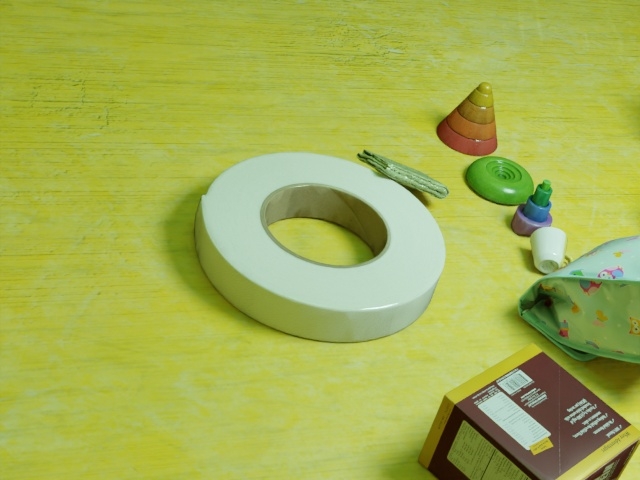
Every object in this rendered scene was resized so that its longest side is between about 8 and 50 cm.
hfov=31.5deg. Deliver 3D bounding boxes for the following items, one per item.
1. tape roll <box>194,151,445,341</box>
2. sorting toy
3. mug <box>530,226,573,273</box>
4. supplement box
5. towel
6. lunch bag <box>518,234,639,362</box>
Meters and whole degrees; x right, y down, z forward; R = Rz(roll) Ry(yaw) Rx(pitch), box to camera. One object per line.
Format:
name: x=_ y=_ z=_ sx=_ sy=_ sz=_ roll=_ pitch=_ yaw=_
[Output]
tape roll: x=0.000 y=0.000 z=1.770 sx=0.392 sy=0.072 sz=0.392 roll=10 pitch=38 yaw=-8
sorting toy: x=0.330 y=-0.163 z=2.046 sx=0.127 sy=0.126 sz=0.365 roll=-2 pitch=40 yaw=-21
mug: x=0.387 y=0.022 z=1.889 sx=0.078 sy=0.062 sz=0.064 roll=9 pitch=45 yaw=2
supplement box: x=0.273 y=0.269 z=1.480 sx=0.191 sy=0.129 sz=0.194 roll=-22 pitch=51 yaw=-39
towel: x=0.141 y=-0.113 z=1.944 sx=0.148 sy=0.027 sz=0.110 roll=18 pitch=11 yaw=-32
lunch bag: x=0.465 y=0.081 z=1.755 sx=0.262 sy=0.160 sz=0.223 roll=0 pitch=21 yaw=46
